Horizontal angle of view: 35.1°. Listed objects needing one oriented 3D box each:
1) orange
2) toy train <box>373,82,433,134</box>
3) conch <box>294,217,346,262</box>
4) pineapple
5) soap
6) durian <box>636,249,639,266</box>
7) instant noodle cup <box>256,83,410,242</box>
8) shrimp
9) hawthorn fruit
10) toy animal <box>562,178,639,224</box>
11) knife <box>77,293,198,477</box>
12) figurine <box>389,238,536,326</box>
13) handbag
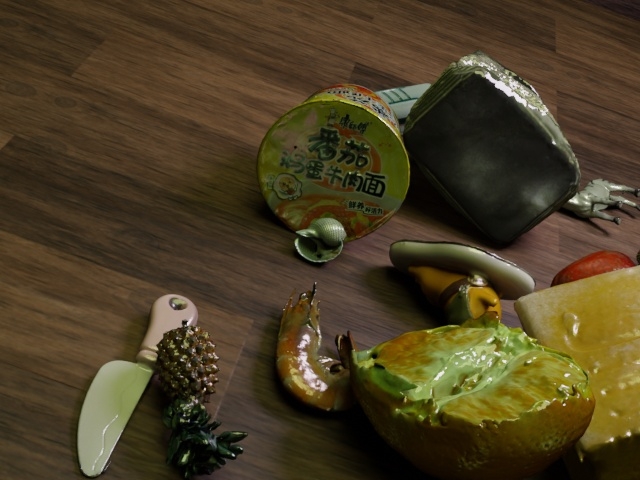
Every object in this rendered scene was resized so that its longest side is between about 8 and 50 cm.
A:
[{"bbox_3d":[0.192,0.217,1.364,0.335,0.196,0.262,24,17,36],"label":"orange"},{"bbox_3d":[0.182,-0.283,2.153,0.407,0.088,0.086,-17,49,-42],"label":"toy train"},{"bbox_3d":[0.002,0.000,1.705,0.085,0.076,0.056,-4,-6,7],"label":"conch"},{"bbox_3d":[-0.161,0.197,1.313,0.103,0.083,0.221,-1,51,-17],"label":"pineapple"},{"bbox_3d":[0.473,0.204,1.512,0.293,0.156,0.335,-15,38,3],"label":"soap"},{"bbox_3d":[0.654,0.040,1.965,0.080,0.091,0.080,48,26,-32],"label":"durian"},{"bbox_3d":[0.033,-0.154,1.775,0.264,0.264,0.200,20,27,0],"label":"instant noodle cup"},{"bbox_3d":[-0.002,0.156,1.494,0.150,0.068,0.248,19,38,-24],"label":"shrimp"},{"bbox_3d":[0.457,0.097,1.742,0.204,0.162,0.162,-4,38,-4],"label":"hawthorn fruit"},{"bbox_3d":[0.559,-0.092,2.098,0.176,0.073,0.217,25,28,34],"label":"toy animal"},{"bbox_3d":[-0.254,0.179,1.353,0.081,0.043,0.336,23,37,4],"label":"knife"},{"bbox_3d":[0.213,0.099,1.662,0.250,0.166,0.141,10,67,28],"label":"figurine"},{"bbox_3d":[0.323,-0.191,1.926,0.341,0.247,0.240,44,19,-11],"label":"handbag"}]
